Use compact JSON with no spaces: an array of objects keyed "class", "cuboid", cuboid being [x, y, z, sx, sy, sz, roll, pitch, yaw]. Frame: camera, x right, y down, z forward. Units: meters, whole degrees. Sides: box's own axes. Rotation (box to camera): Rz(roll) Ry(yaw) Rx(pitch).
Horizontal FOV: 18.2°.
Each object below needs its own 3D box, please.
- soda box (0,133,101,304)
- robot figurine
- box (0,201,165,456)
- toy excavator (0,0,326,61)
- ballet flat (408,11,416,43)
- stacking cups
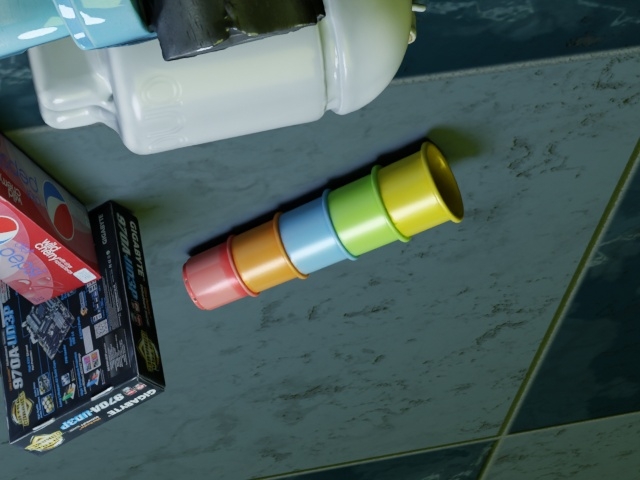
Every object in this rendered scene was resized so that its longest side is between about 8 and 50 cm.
[{"class":"soda box","cuboid":[-0.316,-0.032,1.980,0.083,0.092,0.263,-21,152,12]},{"class":"robot figurine","cuboid":[-0.075,-0.189,1.701,0.353,0.200,0.300,-12,176,-6]},{"class":"box","cuboid":[-0.258,0.092,2.100,0.175,0.220,0.051,-29,145,22]},{"class":"toy excavator","cuboid":[-0.233,-0.215,1.462,0.445,0.222,0.433,-13,-174,5]},{"class":"ballet flat","cuboid":[0.011,-0.190,1.901,0.168,0.052,0.057,-16,152,2]},{"class":"stacking cups","cuboid":[0.000,0.000,2.197,0.316,0.096,0.096,-26,151,18]}]
